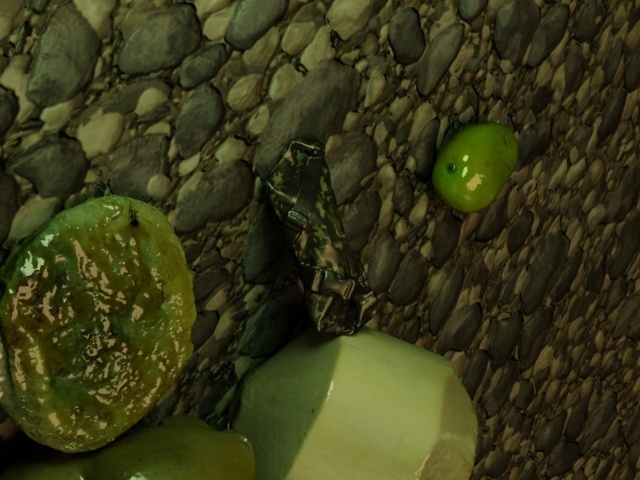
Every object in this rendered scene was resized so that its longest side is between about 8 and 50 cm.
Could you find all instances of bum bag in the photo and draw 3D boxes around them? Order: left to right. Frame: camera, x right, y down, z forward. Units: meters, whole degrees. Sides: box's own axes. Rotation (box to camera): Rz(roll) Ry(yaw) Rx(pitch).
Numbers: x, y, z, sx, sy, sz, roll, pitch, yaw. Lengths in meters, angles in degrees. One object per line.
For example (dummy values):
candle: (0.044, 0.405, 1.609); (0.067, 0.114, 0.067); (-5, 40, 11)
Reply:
bum bag: (-0.001, 0.000, 1.742); (0.102, 0.069, 0.248); (-24, 97, -24)

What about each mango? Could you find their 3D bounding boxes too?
mango: (0.215, -0.108, 2.014); (0.163, 0.089, 0.117); (-50, 140, -39)

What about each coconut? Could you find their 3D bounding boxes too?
coconut: (0.033, 0.248, 1.843); (0.323, 0.323, 0.323); (-33, 138, -36)

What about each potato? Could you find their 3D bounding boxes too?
potato: (-0.217, 0.306, 1.601); (0.351, 0.218, 0.202); (-30, 135, -37)

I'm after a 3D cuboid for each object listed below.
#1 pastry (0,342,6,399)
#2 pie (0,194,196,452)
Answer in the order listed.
pastry: (-0.371, 0.186, 1.408); (0.112, 0.103, 0.265); (-3, 119, -48)
pie: (-0.233, 0.087, 1.518); (0.277, 0.078, 0.277); (-18, 117, -41)
